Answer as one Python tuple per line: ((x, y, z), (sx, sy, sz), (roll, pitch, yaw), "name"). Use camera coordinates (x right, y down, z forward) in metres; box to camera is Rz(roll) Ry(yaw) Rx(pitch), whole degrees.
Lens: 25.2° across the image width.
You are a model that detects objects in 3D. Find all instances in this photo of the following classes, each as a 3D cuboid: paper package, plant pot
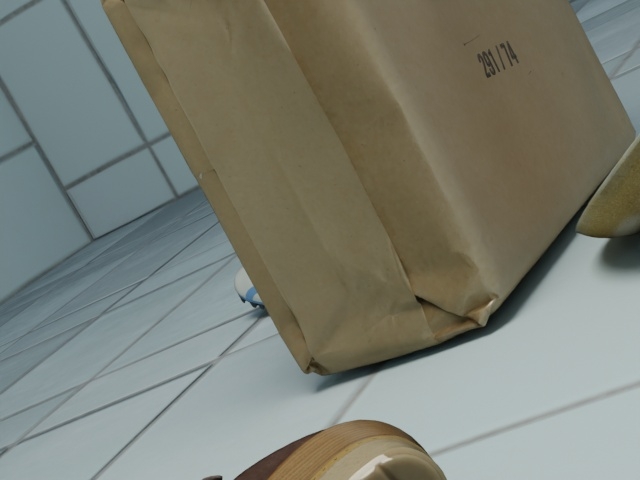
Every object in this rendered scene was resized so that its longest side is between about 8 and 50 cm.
((0.048, -0.118, 0.995), (0.168, 0.309, 0.325), (-23, 9, 34), "paper package")
((0.238, -0.086, 0.836), (0.236, 0.032, 0.236), (-46, -13, -14), "plant pot")

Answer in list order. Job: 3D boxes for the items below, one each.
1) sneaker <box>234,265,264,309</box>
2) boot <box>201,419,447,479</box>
((0.000, 0.000, 1.220), (0.085, 0.086, 0.237), (-38, 11, -39), "sneaker")
((-0.061, 0.162, 0.574), (0.248, 0.090, 0.207), (-33, -3, -15), "boot")
